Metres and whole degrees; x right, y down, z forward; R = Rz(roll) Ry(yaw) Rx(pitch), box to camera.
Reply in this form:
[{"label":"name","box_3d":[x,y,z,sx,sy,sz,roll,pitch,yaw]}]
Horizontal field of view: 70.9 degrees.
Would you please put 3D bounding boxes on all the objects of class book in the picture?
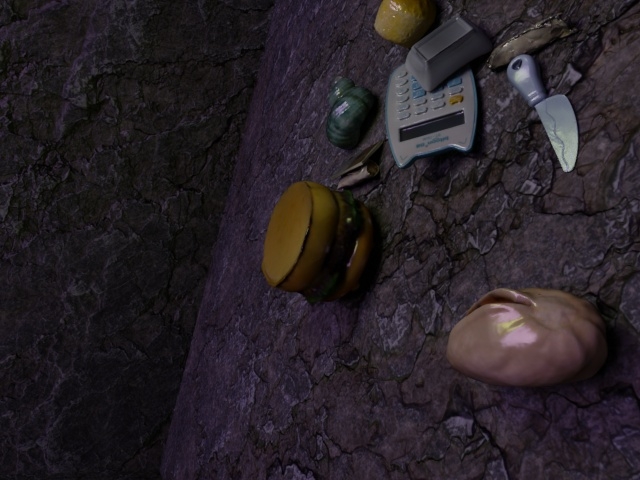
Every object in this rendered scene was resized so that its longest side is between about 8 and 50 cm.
[{"label":"book","box_3d":[0.127,-0.286,1.611,0.138,0.016,0.199,-49,16,-29]}]

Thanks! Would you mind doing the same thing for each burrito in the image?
[{"label":"burrito","box_3d":[0.128,-0.231,1.605,0.087,0.060,0.226,-55,17,-26]},{"label":"burrito","box_3d":[0.493,-0.473,1.083,0.230,0.063,0.058,-8,98,58]}]

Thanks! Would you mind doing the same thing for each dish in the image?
[{"label":"dish","box_3d":[0.343,-0.532,1.243,0.213,0.077,0.151,-32,55,12]}]

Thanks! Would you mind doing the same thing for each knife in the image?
[{"label":"knife","box_3d":[0.509,-0.297,1.003,0.080,0.044,0.331,-39,51,37]}]

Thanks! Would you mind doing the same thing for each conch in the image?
[{"label":"conch","box_3d":[0.103,-0.486,1.680,0.220,0.196,0.276,2,110,70]}]

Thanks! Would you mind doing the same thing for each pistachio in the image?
[{"label":"pistachio","box_3d":[0.377,0.193,0.862,0.193,0.214,0.318,-40,-2,-32]}]

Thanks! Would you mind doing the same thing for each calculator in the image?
[{"label":"calculator","box_3d":[0.309,-0.385,1.270,0.256,0.054,0.385,-11,66,27]}]

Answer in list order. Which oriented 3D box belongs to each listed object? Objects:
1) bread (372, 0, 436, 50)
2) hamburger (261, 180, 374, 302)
[{"label":"bread","box_3d":[0.278,-0.742,1.469,0.170,0.197,0.197,127,145,-46]},{"label":"hamburger","box_3d":[0.000,0.000,1.506,0.396,0.278,0.395,-40,40,45]}]
